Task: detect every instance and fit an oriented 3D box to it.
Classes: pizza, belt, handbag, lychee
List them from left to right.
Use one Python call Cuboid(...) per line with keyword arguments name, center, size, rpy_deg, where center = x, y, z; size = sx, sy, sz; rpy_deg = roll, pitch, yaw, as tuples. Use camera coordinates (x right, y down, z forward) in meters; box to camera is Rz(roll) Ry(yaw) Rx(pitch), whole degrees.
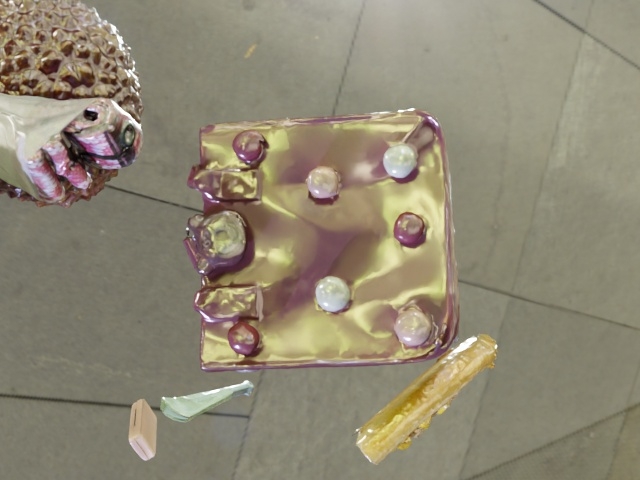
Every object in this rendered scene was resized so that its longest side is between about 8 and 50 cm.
Cuboid(name="belt", center=(-0.234, -0.078, 0.552), size=(0.053, 0.232, 0.071), rpy_deg=(73, 35, -53))
Cuboid(name="lychee", center=(-0.237, -0.125, 0.686), size=(0.188, 0.188, 0.188), rpy_deg=(-9, 105, -36))
Cuboid(name="handbag", center=(0.000, -0.001, 0.640), size=(0.216, 0.074, 0.203), rpy_deg=(-2, 79, 4))
Cuboid(name="pizza", center=(0.084, 0.148, 0.711), size=(0.041, 0.131, 0.178), rpy_deg=(49, 42, 12))

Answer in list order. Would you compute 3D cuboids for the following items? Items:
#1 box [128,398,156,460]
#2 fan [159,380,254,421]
Cuboid(name="box", center=(-0.272, 0.289, 1.236), size=(0.025, 0.115, 0.048), rpy_deg=(-27, 111, -1))
Cuboid(name="fan", center=(-0.124, 0.186, 0.943), size=(0.016, 0.038, 0.193), rpy_deg=(-62, 160, 9))
